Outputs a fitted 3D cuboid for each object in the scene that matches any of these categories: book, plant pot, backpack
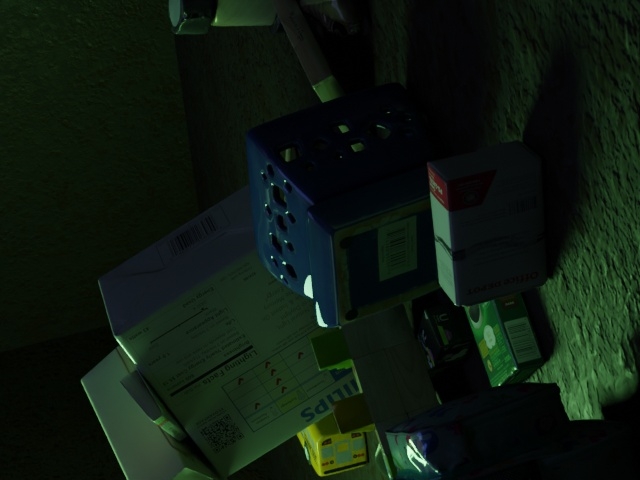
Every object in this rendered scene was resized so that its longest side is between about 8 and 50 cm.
[{"bbox_3d":[-0.274,0.279,2.104,0.096,0.035,0.144,51,175,23],"label":"book"},{"bbox_3d":[0.051,-0.036,1.661,0.212,0.236,0.236,-126,23,-45],"label":"plant pot"},{"bbox_3d":[0.189,0.240,1.246,0.225,0.253,0.191,132,128,-80],"label":"backpack"}]

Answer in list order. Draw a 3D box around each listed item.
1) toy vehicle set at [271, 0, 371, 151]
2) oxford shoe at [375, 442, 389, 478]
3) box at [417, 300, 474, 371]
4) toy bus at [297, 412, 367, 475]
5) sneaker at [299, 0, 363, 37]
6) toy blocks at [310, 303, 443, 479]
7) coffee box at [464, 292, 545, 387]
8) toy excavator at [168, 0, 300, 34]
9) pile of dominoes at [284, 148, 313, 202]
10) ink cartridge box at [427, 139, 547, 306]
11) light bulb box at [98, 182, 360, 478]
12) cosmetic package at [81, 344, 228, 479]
[{"bbox_3d":[-0.004,-0.276,1.947,0.166,0.035,0.267,53,-170,-49],"label":"toy vehicle set"},{"bbox_3d":[0.132,0.327,2.133,0.076,0.076,0.212,-72,-19,-47],"label":"oxford shoe"},{"bbox_3d":[0.169,0.129,1.709,0.083,0.052,0.062,98,154,-60],"label":"box"},{"bbox_3d":[-0.002,0.370,2.673,0.333,0.108,0.130,-124,24,-61],"label":"toy bus"},{"bbox_3d":[0.016,-0.333,1.871,0.188,0.066,0.071,-155,51,-76],"label":"sneaker"},{"bbox_3d":[0.101,0.196,1.887,0.261,0.190,0.381,75,177,-70],"label":"toy blocks"},{"bbox_3d":[0.206,0.077,1.497,0.113,0.040,0.184,108,146,-68],"label":"coffee box"},{"bbox_3d":[-0.150,-0.616,2.106,0.433,0.222,0.445,-117,31,-49],"label":"toy excavator"},{"bbox_3d":[-0.032,-0.112,2.426,0.251,0.040,0.196,-133,45,-76],"label":"pile of dominoes"},{"bbox_3d":[0.178,-0.018,1.344,0.063,0.109,0.150,-126,25,-60],"label":"ink cartridge box"},{"bbox_3d":[-0.132,0.150,2.192,0.361,0.358,0.225,59,179,-30],"label":"light bulb box"},{"bbox_3d":[-0.295,0.348,2.258,0.160,0.113,0.309,40,-170,-51],"label":"cosmetic package"}]
